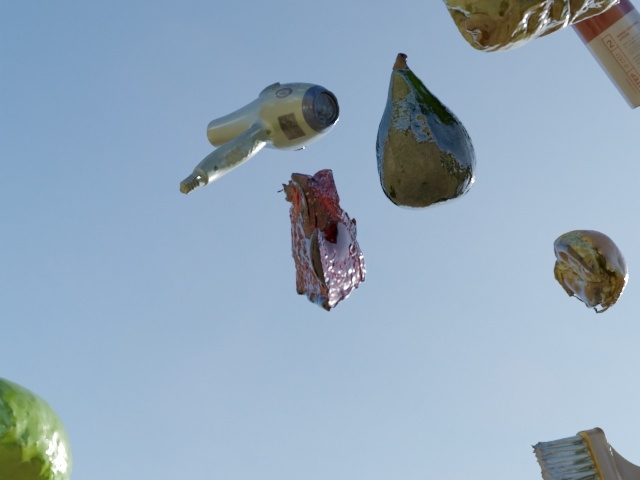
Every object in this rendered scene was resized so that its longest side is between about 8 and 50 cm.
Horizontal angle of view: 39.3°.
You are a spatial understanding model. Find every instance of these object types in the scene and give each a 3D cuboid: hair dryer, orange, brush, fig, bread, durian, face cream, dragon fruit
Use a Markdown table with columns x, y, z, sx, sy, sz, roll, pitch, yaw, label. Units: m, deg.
| x | y | z | sx | sy | sz | roll | pitch | yaw | label |
| --- | --- | --- | --- | --- | --- | --- | --- | --- | --- |
| -0.143 | -0.169 | 1.503 | 0.296 | 0.298 | 0.119 | 15 | -47 | 65 | hair dryer |
| 0.497 | 0.047 | 1.633 | 0.160 | 0.112 | 0.170 | 58 | -23 | 3 | orange |
| 0.254 | 0.174 | 0.639 | 0.272 | 0.103 | 0.013 | -1 | -24 | -38 | brush |
| 0.110 | -0.122 | 1.019 | 0.117 | 0.117 | 0.178 | -23 | -99 | 46 | fig |
| 0.258 | -0.316 | 1.057 | 0.130 | 0.267 | 0.152 | 19 | -50 | 58 | bread |
| -0.458 | 0.300 | 1.216 | 0.255 | 0.205 | 0.340 | 15 | -37 | -14 | durian |
| 0.475 | -0.323 | 1.430 | 0.214 | 0.096 | 0.096 | 53 | -40 | 0 | face cream |
| -0.017 | -0.002 | 1.186 | 0.092 | 0.122 | 0.192 | 3 | -56 | 27 | dragon fruit |
